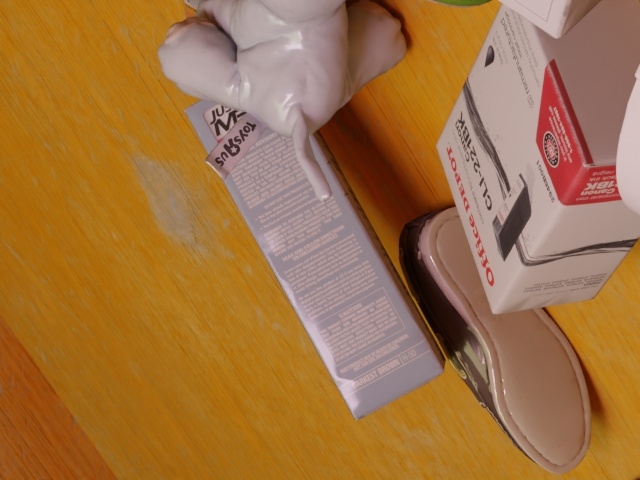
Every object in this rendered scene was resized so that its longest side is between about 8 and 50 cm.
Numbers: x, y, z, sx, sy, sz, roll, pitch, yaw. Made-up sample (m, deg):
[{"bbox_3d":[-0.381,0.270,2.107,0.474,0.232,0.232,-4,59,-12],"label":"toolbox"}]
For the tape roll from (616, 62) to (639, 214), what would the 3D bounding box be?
[{"bbox_3d":[0.330,-0.120,1.189,0.100,0.286,0.286,34,148,27],"label":"tape roll"}]

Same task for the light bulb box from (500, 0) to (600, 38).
[{"bbox_3d":[0.124,-0.408,1.193,0.361,0.225,0.358,37,149,20],"label":"light bulb box"}]

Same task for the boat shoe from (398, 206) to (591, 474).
[{"bbox_3d":[0.191,0.112,1.851,0.324,0.116,0.097,59,155,-10],"label":"boat shoe"}]

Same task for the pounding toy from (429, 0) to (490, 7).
[{"bbox_3d":[0.098,-0.321,1.408,0.237,0.183,0.110,50,138,5],"label":"pounding toy"}]

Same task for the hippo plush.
[{"bbox_3d":[-0.048,-0.237,1.616,0.234,0.294,0.236,14,132,15],"label":"hippo plush"}]

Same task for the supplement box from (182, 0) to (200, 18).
[{"bbox_3d":[-0.110,-0.324,1.779,0.080,0.078,0.233,35,148,32],"label":"supplement box"}]

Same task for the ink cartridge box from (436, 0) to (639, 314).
[{"bbox_3d":[0.211,-0.083,1.499,0.273,0.114,0.197,110,148,-59],"label":"ink cartridge box"}]

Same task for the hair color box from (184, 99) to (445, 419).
[{"bbox_3d":[0.000,0.000,1.825,0.374,0.113,0.185,62,-176,3],"label":"hair color box"}]

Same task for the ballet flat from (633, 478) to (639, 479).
[{"bbox_3d":[0.364,0.344,1.946,0.057,0.052,0.168,32,147,30],"label":"ballet flat"}]
